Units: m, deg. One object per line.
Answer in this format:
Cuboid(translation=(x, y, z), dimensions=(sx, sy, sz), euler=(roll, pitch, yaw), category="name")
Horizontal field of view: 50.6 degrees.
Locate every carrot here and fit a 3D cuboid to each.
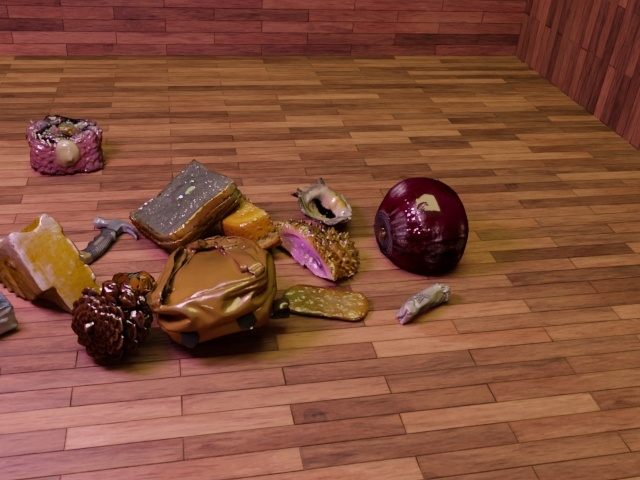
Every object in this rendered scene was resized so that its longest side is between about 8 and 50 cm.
Cuboid(translation=(-0.508, 0.115, 1.824), dimensions=(0.068, 0.069, 0.228), euler=(-20, 10, -33), category="carrot")

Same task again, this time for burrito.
Cuboid(translation=(0.293, 0.172, 1.912), dimensions=(0.203, 0.064, 0.064), euler=(-23, 42, -34), category="burrito")

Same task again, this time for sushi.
Cuboid(translation=(-0.918, -0.346, 2.454), dimensions=(0.270, 0.171, 0.237), euler=(-2, 33, -18), category="sushi")

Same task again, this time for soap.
Cuboid(translation=(-0.775, 0.112, 1.894), dimensions=(0.338, 0.305, 0.169), euler=(-19, 15, 48), category="soap")

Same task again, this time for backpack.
Cuboid(translation=(-0.268, 0.121, 1.785), dimensions=(0.353, 0.201, 0.378), euler=(-11, 27, 1), category="backpack")

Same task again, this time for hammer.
Cuboid(translation=(-0.669, 0.002, 2.071), dimensions=(0.158, 0.041, 0.226), euler=(12, 33, 13), category="hammer")

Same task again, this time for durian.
Cuboid(translation=(-0.001, 0.000, 2.090), dimensions=(0.191, 0.112, 0.341), euler=(-23, 40, -32), category="durian")

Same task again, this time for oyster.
Cuboid(translation=(0.008, -0.114, 2.242), dimensions=(0.271, 0.100, 0.275), euler=(9, 34, -51), category="oyster")

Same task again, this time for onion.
Cuboid(translation=(0.313, -0.071, 2.116), dimensions=(0.281, 0.260, 0.337), euler=(-4, 35, -4), category="onion")

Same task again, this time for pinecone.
Cuboid(translation=(-0.506, 0.192, 1.674), dimensions=(0.207, 0.208, 0.208), euler=(3, 33, -2), category="pinecone")

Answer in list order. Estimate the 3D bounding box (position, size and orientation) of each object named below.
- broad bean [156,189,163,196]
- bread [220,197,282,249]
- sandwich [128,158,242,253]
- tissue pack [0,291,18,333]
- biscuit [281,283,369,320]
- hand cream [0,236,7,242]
Cuboid(translation=(-0.474, -0.141, 2.274), dimensions=(0.124, 0.082, 0.174), euler=(29, 41, 27), category="broad bean")
Cuboid(translation=(-0.234, -0.044, 2.088), dimensions=(0.139, 0.143, 0.229), euler=(-28, 32, -22), category="bread")
Cuboid(translation=(-0.415, -0.103, 2.091), dimensions=(0.301, 0.099, 0.271), euler=(-44, 40, -20), category="sandwich")
Cuboid(translation=(-0.957, 0.164, 1.733), dimensions=(0.315, 0.103, 0.227), euler=(32, 40, 34), category="tissue pack")
Cuboid(translation=(0.013, 0.175, 1.904), dimensions=(0.247, 0.029, 0.118), euler=(8, 40, 5), category="biscuit")
Cuboid(translation=(-0.987, 0.036, 1.977), dimensions=(0.065, 0.043, 0.170), euler=(-23, 11, 41), category="hand cream")
